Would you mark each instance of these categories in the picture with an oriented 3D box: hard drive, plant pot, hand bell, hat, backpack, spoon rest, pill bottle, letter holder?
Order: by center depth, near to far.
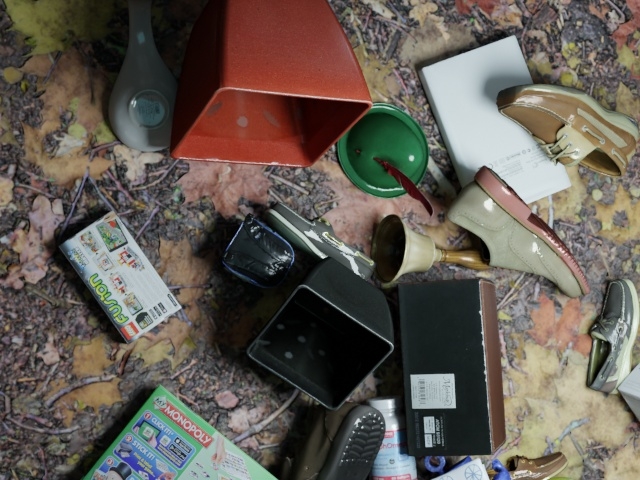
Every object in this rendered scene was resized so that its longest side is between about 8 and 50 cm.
[{"bbox_3d":[-0.099,-0.288,1.761,0.267,0.267,0.235,2,69,-25],"label":"plant pot"},{"bbox_3d":[0.013,0.142,1.791,0.187,0.167,0.188,34,121,-7],"label":"plant pot"},{"bbox_3d":[-0.303,-0.293,1.817,0.137,0.084,0.276,-4,101,-13],"label":"spoon rest"},{"bbox_3d":[-0.108,0.027,1.830,0.114,0.084,0.105,32,80,-5],"label":"backpack"},{"bbox_3d":[0.147,-0.162,1.853,0.208,0.183,0.173,44,78,-7],"label":"hat"},{"bbox_3d":[0.123,0.361,1.865,0.087,0.087,0.160,-6,88,-14],"label":"pill bottle"},{"bbox_3d":[0.244,0.224,1.886,0.152,0.214,0.301,-5,85,18],"label":"letter holder"},{"bbox_3d":[0.227,0.030,1.919,0.242,0.126,0.126,8,85,-26],"label":"hand bell"},{"bbox_3d":[0.331,-0.211,1.976,0.203,0.040,0.307,-22,92,-14],"label":"hard drive"}]

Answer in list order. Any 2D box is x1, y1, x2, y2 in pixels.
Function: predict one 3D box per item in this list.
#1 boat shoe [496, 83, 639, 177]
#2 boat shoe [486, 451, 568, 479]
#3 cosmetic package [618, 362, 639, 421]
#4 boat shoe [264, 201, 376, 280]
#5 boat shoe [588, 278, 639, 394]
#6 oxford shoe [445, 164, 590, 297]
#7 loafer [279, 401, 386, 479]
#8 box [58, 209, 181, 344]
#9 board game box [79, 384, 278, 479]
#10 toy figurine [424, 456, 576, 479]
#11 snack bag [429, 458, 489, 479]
[{"bbox_3d":[0.466,-0.198,1.931,0.324,0.123,0.119,15,76,-28],"label":"boat shoe"},{"bbox_3d":[0.375,0.427,1.935,0.178,0.064,0.060,-21,90,-10],"label":"boat shoe"},{"bbox_3d":[0.667,0.341,1.956,0.085,0.117,0.231,-44,113,-13],"label":"cosmetic package"},{"bbox_3d":[0.000,0.000,1.865,0.228,0.081,0.068,40,76,-16],"label":"boat shoe"},{"bbox_3d":[0.552,0.181,1.986,0.074,0.080,0.223,6,90,-18],"label":"boat shoe"},{"bbox_3d":[0.365,0.009,1.929,0.130,0.123,0.348,-43,114,11],"label":"oxford shoe"},{"bbox_3d":[-0.012,0.439,1.826,0.134,0.130,0.365,30,88,-46],"label":"loafer"},{"bbox_3d":[-0.345,0.063,1.795,0.114,0.036,0.207,-35,95,-13],"label":"box"},{"bbox_3d":[-0.214,0.421,1.740,0.317,0.046,0.213,36,77,15],"label":"board game box"},{"bbox_3d":[0.264,0.454,1.829,0.363,0.191,0.217,-37,72,17],"label":"toy figurine"},{"bbox_3d":[0.173,0.573,1.739,0.343,0.037,0.323,-28,61,23],"label":"snack bag"}]
